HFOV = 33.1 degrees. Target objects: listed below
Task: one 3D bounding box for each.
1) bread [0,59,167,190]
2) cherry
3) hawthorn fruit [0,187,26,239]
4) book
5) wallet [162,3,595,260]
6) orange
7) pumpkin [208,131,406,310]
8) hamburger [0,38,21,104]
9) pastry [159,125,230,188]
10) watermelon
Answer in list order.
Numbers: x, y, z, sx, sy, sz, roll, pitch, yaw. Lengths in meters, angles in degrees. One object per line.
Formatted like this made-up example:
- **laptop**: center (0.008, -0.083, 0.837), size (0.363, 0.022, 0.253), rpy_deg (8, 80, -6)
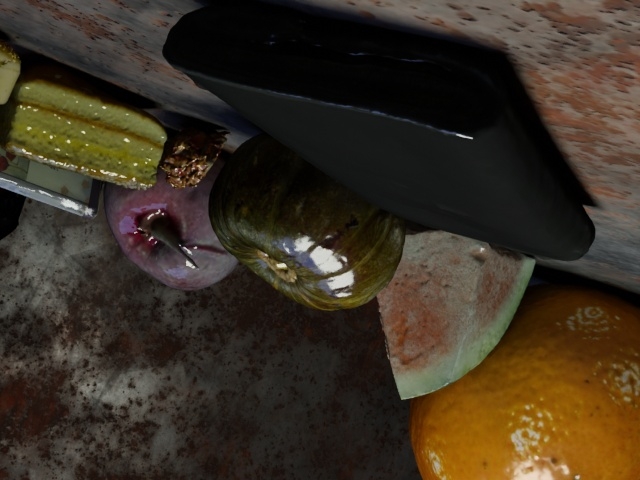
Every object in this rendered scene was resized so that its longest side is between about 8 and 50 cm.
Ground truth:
- **bread**: center (-0.299, -0.138, 1.281), size (0.184, 0.111, 0.234), rpy_deg (17, 179, -27)
- **cherry**: center (-0.188, -0.039, 1.467), size (0.213, 0.183, 0.266), rpy_deg (56, -164, -1)
- **hawthorn fruit**: center (-0.558, -0.108, 1.518), size (0.316, 0.316, 0.316), rpy_deg (19, 176, 1)
- **book**: center (-0.383, -0.136, 1.396), size (0.231, 0.158, 0.026), rpy_deg (22, 147, -33)
- **wallet**: center (0.072, -0.066, 0.814), size (0.228, 0.062, 0.406), rpy_deg (18, 175, 23)
- **orange**: center (0.325, 0.237, 1.567), size (0.326, 0.424, 0.424), rpy_deg (62, 176, 1)
- **pumpkin**: center (-0.005, -0.028, 1.122), size (0.219, 0.162, 0.219), rpy_deg (31, 158, 14)
- **hamburger**: center (-0.373, -0.188, 1.097), size (0.126, 0.082, 0.141), rpy_deg (20, -171, 24)
- **pastry**: center (-0.160, -0.104, 1.301), size (0.063, 0.087, 0.169), rpy_deg (33, 173, -10)
- **watermelon**: center (0.160, 0.064, 1.455), size (0.193, 0.232, 0.310), rpy_deg (14, -141, 34)
